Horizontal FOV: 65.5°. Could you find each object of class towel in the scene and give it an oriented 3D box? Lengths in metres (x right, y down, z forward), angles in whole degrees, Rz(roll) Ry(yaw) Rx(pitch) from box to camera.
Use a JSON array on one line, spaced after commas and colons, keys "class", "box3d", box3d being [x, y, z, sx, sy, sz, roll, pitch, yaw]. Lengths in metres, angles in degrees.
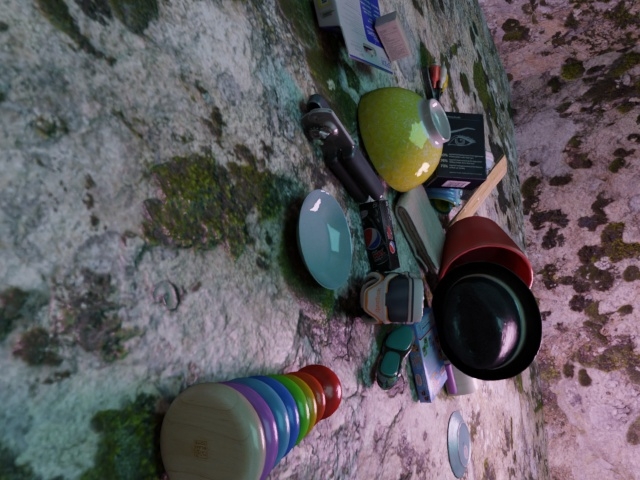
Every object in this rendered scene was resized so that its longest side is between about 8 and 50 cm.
[{"class": "towel", "box3d": [0.296, -0.050, 1.459, 0.282, 0.049, 0.187, 58, 35, -30]}]

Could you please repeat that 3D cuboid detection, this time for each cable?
[{"class": "cable", "box3d": [0.420, -0.517, 1.783, 0.140, 0.072, 0.286, 15, 69, -51]}]

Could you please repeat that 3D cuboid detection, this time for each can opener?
[{"class": "can opener", "box3d": [0.056, -0.196, 1.074, 0.283, 0.076, 0.095, 46, 45, -45]}]

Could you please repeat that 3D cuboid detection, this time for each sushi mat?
[{"class": "sushi mat", "box3d": [0.544, -0.147, 1.721, 0.316, 0.019, 0.151, -52, 151, -3]}]

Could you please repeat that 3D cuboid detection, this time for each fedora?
[{"class": "fedora", "box3d": [0.426, 0.222, 1.342, 0.153, 0.334, 0.333, 2, 80, -59]}]

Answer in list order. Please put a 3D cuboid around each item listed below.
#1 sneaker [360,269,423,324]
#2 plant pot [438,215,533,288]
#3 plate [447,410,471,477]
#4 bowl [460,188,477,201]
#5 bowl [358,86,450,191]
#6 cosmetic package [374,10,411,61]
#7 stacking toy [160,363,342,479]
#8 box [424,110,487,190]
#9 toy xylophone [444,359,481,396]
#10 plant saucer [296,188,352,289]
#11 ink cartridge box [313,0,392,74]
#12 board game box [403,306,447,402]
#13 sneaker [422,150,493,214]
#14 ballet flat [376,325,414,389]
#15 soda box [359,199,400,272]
[{"class": "sneaker", "box3d": [0.155, 0.126, 1.113, 0.321, 0.128, 0.126, 52, 40, -78]}, {"class": "plant pot", "box3d": [0.498, 0.063, 1.561, 0.243, 0.275, 0.274, -78, 145, -58]}, {"class": "plate", "box3d": [0.422, 0.610, 1.491, 0.188, 0.024, 0.188, 27, 57, -54]}, {"class": "bowl", "box3d": [0.479, -0.214, 1.756, 0.170, 0.080, 0.169, 5, 81, -30]}, {"class": "bowl", "box3d": [0.242, -0.284, 1.295, 0.290, 0.156, 0.289, 27, 55, -45]}, {"class": "cosmetic package", "box3d": [0.191, -0.532, 1.300, 0.115, 0.060, 0.041, 51, 38, -45]}, {"class": "stacking toy", "box3d": [-0.066, 0.243, 0.707, 0.330, 0.141, 0.141, 8, 74, -66]}, {"class": "box", "box3d": [0.389, -0.261, 1.452, 0.108, 0.153, 0.206, 125, -32, -76]}, {"class": "toy xylophone", "box3d": [0.468, 0.347, 1.590, 0.323, 0.081, 0.236, -9, 89, -60]}, {"class": "plant saucer", "box3d": [0.000, 0.000, 0.957, 0.195, 0.038, 0.194, 25, 59, -53]}, {"class": "ink cartridge box", "box3d": [0.074, -0.573, 1.228, 0.304, 0.072, 0.306, -19, 100, -61]}, {"class": "board game box", "box3d": [0.286, 0.304, 1.341, 0.160, 0.039, 0.211, -19, 96, -60]}, {"class": "sneaker", "box3d": [0.443, -0.189, 1.618, 0.319, 0.127, 0.208, -5, 90, -29]}, {"class": "ballet flat", "box3d": [0.169, 0.271, 1.148, 0.188, 0.070, 0.070, -45, 119, -52]}, {"class": "soda box", "box3d": [0.141, -0.010, 1.180, 0.060, 0.053, 0.168, -10, 89, -59]}]
